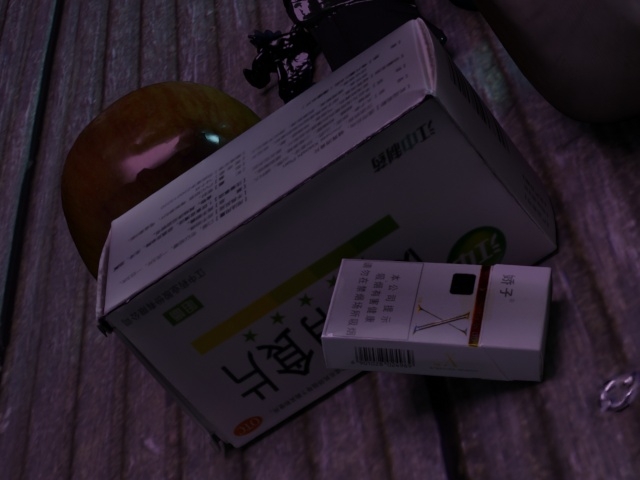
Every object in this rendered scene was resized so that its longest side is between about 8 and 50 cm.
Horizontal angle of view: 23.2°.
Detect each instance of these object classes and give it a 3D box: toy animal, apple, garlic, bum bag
[{"bbox_3d":[-0.036,-0.207,1.707,0.108,0.062,0.220,-55,26,12],"label":"toy animal"},{"bbox_3d":[-0.128,-0.037,1.400,0.211,0.211,0.188,-38,31,8],"label":"apple"},{"bbox_3d":[0.229,-0.231,1.195,0.231,0.245,0.340,-33,8,-3],"label":"garlic"},{"bbox_3d":[0.043,-0.215,1.573,0.123,0.060,0.248,-22,40,-2],"label":"bum bag"}]

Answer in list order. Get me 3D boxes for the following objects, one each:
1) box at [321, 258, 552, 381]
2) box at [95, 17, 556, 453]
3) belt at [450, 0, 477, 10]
[{"bbox_3d":[0.084,0.056,1.108,0.154,0.040,0.084,2,40,13],"label":"box"},{"bbox_3d":[-0.002,0.001,1.225,0.333,0.173,0.145,-33,27,16],"label":"box"},{"bbox_3d":[0.201,-0.435,1.590,0.300,0.173,0.436,-18,35,43],"label":"belt"}]
